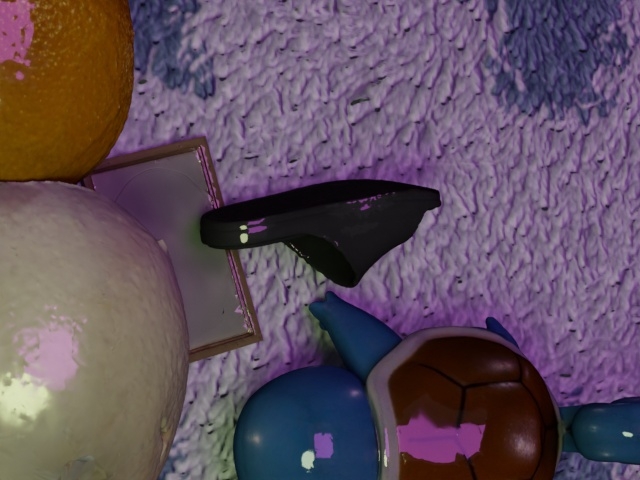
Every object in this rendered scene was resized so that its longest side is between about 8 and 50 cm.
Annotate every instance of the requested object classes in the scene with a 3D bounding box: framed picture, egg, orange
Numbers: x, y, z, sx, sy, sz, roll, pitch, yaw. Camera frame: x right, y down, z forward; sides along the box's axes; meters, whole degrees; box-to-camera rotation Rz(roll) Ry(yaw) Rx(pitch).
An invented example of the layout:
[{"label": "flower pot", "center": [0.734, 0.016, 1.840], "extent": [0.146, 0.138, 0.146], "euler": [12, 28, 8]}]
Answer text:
[{"label": "framed picture", "center": [-0.137, 0.014, 1.780], "extent": [0.136, 0.010, 0.201], "euler": [-16, 90, -33]}, {"label": "egg", "center": [-0.227, 0.124, 1.519], "extent": [0.337, 0.201, 0.337], "euler": [-20, 131, -25]}, {"label": "orange", "center": [-0.286, -0.151, 1.571], "extent": [0.274, 0.274, 0.274], "euler": [6, 78, -30]}]

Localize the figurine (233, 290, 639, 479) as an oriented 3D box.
[{"label": "figurine", "center": [0.118, 0.196, 1.807], "extent": [0.416, 0.243, 0.298], "euler": [-1, 91, -11]}]

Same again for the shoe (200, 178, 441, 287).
[{"label": "shoe", "center": [0.000, 0.000, 1.815], "extent": [0.241, 0.108, 0.093], "euler": [-11, 102, -31]}]
